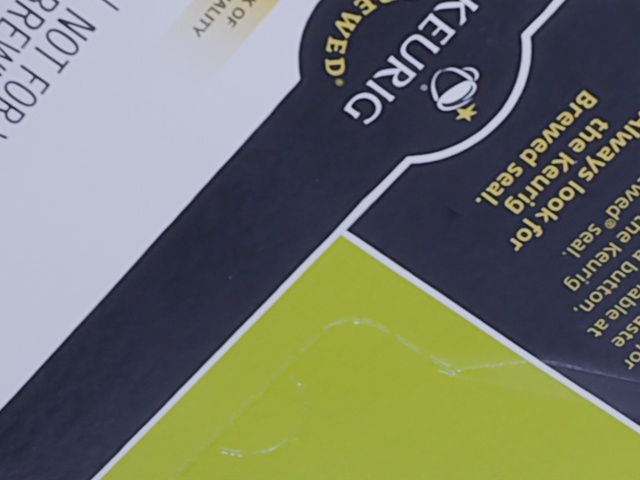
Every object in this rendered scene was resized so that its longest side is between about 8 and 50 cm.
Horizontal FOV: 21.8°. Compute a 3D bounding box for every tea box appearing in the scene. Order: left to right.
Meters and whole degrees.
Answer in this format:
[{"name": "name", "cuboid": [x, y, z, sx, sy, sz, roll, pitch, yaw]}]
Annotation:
[{"name": "tea box", "cuboid": [0.000, 0.000, 0.556, 0.323, 0.220, 0.329, 35, 117, -22]}]
